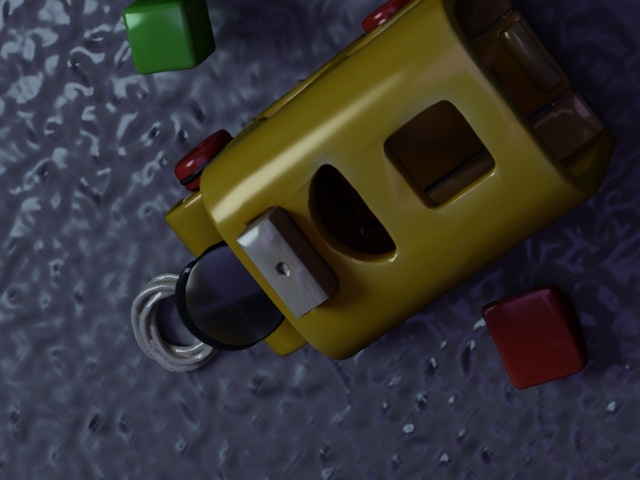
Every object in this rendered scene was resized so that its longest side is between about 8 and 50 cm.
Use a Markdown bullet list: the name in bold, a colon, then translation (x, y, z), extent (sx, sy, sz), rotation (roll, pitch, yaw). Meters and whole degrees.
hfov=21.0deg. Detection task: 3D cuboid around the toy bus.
- **toy bus**: translation (0.005, -0.011, 0.629), extent (0.190, 0.104, 0.202), rotation (10, 112, 13)
